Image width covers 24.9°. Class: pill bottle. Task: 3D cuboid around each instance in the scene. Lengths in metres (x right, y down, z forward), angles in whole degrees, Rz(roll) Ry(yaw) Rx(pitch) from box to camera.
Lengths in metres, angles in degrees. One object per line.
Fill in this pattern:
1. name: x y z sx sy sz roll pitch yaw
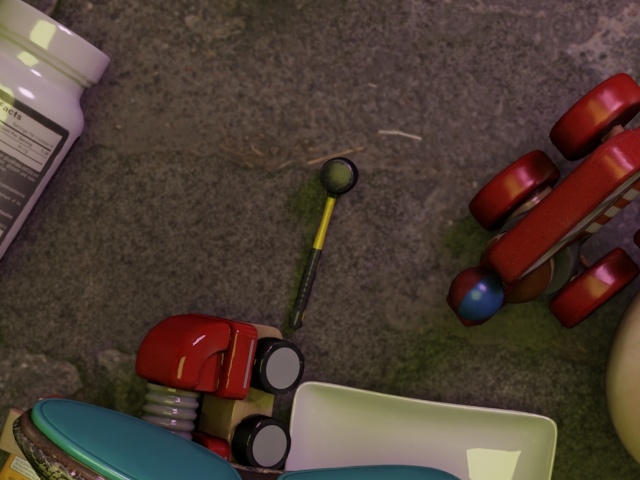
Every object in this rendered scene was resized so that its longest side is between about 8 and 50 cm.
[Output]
1. pill bottle: -0.346 -0.106 1.501 0.162 0.162 0.278 32 89 4

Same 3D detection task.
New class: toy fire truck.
1. toy fire truck: -0.170 0.176 1.449 0.246 0.158 0.217 12 88 -39
2. toy fire truck: 0.230 -0.016 1.392 0.169 0.254 0.302 53 126 11

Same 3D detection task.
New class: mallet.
1. mallet: 0.000 0.000 1.545 0.039 0.062 0.189 17 103 5

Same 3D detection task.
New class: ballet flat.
1. ballet flat: -0.072 0.282 1.362 0.483 0.164 0.182 14 108 -25

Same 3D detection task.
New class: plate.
1. plate: 0.092 0.301 1.517 0.278 0.045 0.277 8 89 3

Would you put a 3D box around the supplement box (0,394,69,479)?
1. supplement box: -0.311 0.281 1.523 0.080 0.078 0.233 27 88 4

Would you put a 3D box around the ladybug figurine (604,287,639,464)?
1. ladybug figurine: 0.478 0.080 1.401 0.449 0.162 0.305 -18 110 -2
